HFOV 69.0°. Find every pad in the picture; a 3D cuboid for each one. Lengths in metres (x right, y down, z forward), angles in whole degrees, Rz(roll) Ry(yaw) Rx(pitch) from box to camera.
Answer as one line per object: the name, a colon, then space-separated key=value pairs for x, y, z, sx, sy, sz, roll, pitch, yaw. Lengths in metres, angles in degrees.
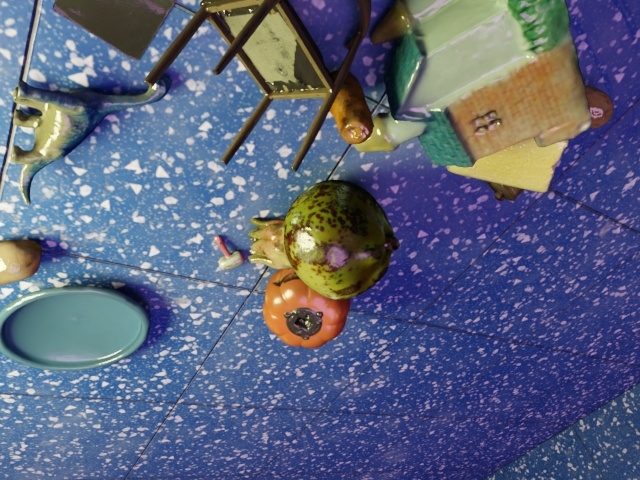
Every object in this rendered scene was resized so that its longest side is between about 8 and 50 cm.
pad: x=-0.236 y=-0.330 z=0.580 sx=0.116 sy=0.004 sz=0.193 roll=26 pitch=121 yaw=-36

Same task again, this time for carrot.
carrot: x=0.040 y=-0.197 z=0.676 sx=0.060 sy=0.186 sz=0.060 roll=-6 pitch=130 yaw=-7

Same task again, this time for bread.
bread: x=0.329 y=-0.166 z=0.834 sx=0.188 sy=0.068 sz=0.126 roll=14 pitch=139 yaw=14

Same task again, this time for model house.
model house: x=0.188 y=-0.240 z=0.705 sx=0.324 sy=0.194 sz=0.267 roll=-26 pitch=135 yaw=22

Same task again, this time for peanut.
peanut: x=0.440 y=-0.238 z=0.837 sx=0.192 sy=0.089 sz=0.089 roll=-5 pitch=135 yaw=-13
peanut: x=-0.554 y=0.042 z=0.798 sx=0.151 sy=0.076 sz=0.076 roll=-17 pitch=136 yaw=-4

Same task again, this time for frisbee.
frisbee: x=-0.503 y=0.176 z=0.962 sx=0.289 sy=0.049 sz=0.290 roll=-12 pitch=139 yaw=-11

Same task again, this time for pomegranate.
pomegranate: x=-0.003 y=0.012 z=0.851 sx=0.276 sy=0.204 sz=0.222 roll=-20 pitch=129 yaw=0

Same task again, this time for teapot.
teapot: x=0.381 y=-0.120 z=0.971 sx=0.080 sy=0.085 sz=0.110 roll=-50 pitch=162 yaw=1

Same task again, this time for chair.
chair: x=-0.064 y=-0.249 z=0.619 sx=0.188 sy=0.166 sz=0.272 roll=49 pitch=64 yaw=-43

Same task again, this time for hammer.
hammer: x=-0.189 y=0.022 z=0.933 sx=0.052 sy=0.031 sz=0.083 roll=-24 pitch=126 yaw=1

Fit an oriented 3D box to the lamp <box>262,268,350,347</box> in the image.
lamp: x=-0.029 y=0.130 z=0.999 sx=0.187 sy=0.164 sz=0.188 roll=1 pitch=114 yaw=1

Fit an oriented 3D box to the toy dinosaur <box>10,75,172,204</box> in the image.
toy dinosaur: x=-0.342 y=-0.152 z=0.682 sx=0.188 sy=0.075 sz=0.248 roll=7 pitch=125 yaw=-34
